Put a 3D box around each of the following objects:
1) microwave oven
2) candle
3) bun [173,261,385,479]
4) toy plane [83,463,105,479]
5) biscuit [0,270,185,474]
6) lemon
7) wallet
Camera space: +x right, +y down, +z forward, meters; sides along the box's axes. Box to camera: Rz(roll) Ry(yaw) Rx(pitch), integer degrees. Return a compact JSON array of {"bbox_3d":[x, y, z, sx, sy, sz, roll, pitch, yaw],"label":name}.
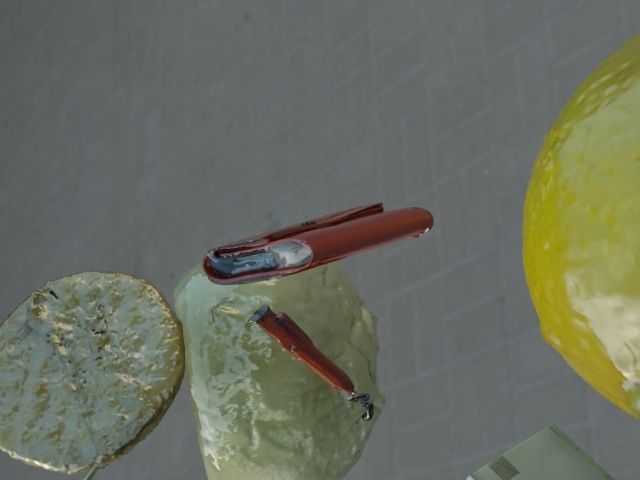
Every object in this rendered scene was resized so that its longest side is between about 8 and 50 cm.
[{"bbox_3d":[0.276,0.361,1.520,0.240,0.194,0.145,43,138,27],"label":"microwave oven"},{"bbox_3d":[0.000,0.109,1.188,0.021,0.167,0.026,3,57,51],"label":"candle"},{"bbox_3d":[-0.039,0.148,1.639,0.349,0.227,0.352,-91,-12,-51],"label":"bun"},{"bbox_3d":[-0.213,0.230,1.099,0.102,0.040,0.111,-66,-12,-2],"label":"toy plane"},{"bbox_3d":[-0.235,0.124,1.308,0.033,0.220,0.219,70,-173,-58],"label":"biscuit"},{"bbox_3d":[0.307,-0.018,0.970,0.336,0.336,0.336,-24,61,54],"label":"lemon"},{"bbox_3d":[0.000,0.000,1.336,0.142,0.204,0.045,-9,94,40],"label":"wallet"}]
